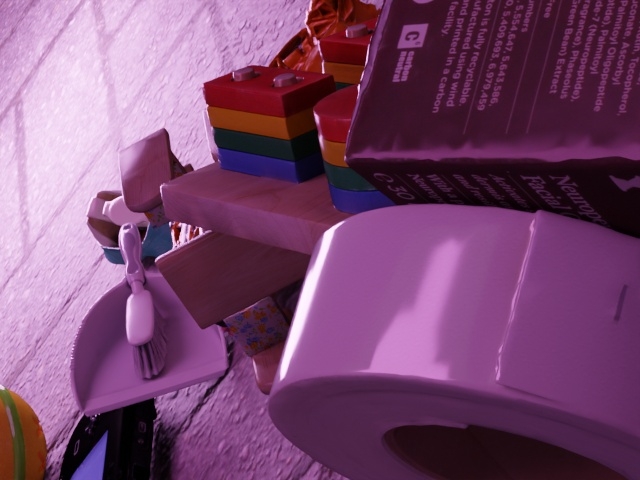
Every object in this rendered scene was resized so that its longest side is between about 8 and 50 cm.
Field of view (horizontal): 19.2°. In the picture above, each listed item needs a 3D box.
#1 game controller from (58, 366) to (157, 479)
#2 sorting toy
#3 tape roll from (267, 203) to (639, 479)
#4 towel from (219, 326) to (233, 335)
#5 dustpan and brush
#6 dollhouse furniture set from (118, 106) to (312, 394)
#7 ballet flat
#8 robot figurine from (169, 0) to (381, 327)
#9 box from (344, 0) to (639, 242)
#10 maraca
[{"bbox_3d":[-0.208,0.270,1.708,0.166,0.067,0.319,-42,32,37],"label":"game controller"},{"bbox_3d":[0.062,-0.081,1.219,0.255,0.257,0.089,13,121,51],"label":"sorting toy"},{"bbox_3d":[0.118,0.084,1.033,0.286,0.286,0.100,-16,51,56],"label":"tape roll"},{"bbox_3d":[-0.037,-0.022,1.704,0.197,0.029,0.144,-48,30,31],"label":"towel"},{"bbox_3d":[-0.168,0.060,1.769,0.147,0.060,0.211,-17,34,3],"label":"dustpan and brush"},{"bbox_3d":[0.000,0.000,1.426,0.242,0.212,0.161,-27,33,8],"label":"dollhouse furniture set"},{"bbox_3d":[-0.189,-0.024,1.928,0.247,0.087,0.083,-2,64,61],"label":"ballet flat"},{"bbox_3d":[-0.039,-0.068,1.616,0.291,0.085,0.211,-52,26,23],"label":"robot figurine"},{"bbox_3d":[0.226,-0.053,0.929,0.381,0.191,0.143,0,65,37],"label":"box"},{"bbox_3d":[-0.330,0.238,1.936,0.127,0.099,0.186,-26,70,59],"label":"maraca"}]
